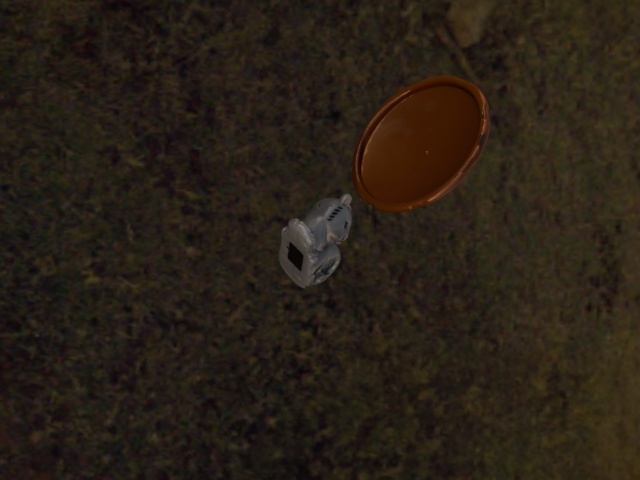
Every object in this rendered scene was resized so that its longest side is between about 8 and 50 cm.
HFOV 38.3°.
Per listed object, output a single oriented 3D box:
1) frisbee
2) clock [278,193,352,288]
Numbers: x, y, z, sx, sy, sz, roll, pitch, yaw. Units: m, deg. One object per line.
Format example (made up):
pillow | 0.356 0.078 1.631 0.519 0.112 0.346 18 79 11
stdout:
frisbee | 0.122 -0.113 1.114 0.035 0.192 0.192 39 62 -42
clock | 0.000 0.000 1.501 0.117 0.080 0.176 -35 157 -26
